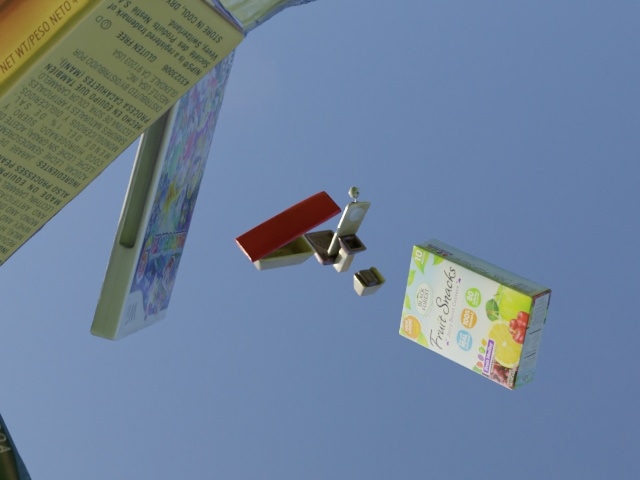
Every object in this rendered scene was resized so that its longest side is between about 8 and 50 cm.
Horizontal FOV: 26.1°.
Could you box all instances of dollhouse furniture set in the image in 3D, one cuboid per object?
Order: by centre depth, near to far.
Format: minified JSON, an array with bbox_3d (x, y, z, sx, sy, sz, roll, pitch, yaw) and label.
[{"bbox_3d":[0.000,0.000,1.261,0.114,0.081,0.091,-8,-133,-36],"label":"dollhouse furniture set"}]

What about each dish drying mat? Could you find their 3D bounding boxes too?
[{"bbox_3d":[-0.026,-0.011,1.101,0.083,0.008,0.032,-30,-130,-11],"label":"dish drying mat"}]

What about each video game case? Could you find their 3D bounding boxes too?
[{"bbox_3d":[-0.054,-0.027,0.504,0.011,0.087,0.122,16,-87,4],"label":"video game case"}]

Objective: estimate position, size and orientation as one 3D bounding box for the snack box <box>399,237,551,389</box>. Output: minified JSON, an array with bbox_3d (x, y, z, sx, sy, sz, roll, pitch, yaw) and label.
[{"bbox_3d":[0.147,0.070,1.333,0.141,0.100,0.037,26,-152,35],"label":"snack box"}]

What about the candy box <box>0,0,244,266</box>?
[{"bbox_3d":[-0.123,-0.043,0.429,0.187,0.053,0.109,-40,-127,11],"label":"candy box"}]

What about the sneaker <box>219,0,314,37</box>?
[{"bbox_3d":[-0.086,-0.260,1.339,0.297,0.111,0.129,-32,-82,-22],"label":"sneaker"}]

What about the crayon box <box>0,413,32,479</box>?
[{"bbox_3d":[-0.207,0.229,0.552,0.313,0.106,0.363,-52,-125,28],"label":"crayon box"}]
